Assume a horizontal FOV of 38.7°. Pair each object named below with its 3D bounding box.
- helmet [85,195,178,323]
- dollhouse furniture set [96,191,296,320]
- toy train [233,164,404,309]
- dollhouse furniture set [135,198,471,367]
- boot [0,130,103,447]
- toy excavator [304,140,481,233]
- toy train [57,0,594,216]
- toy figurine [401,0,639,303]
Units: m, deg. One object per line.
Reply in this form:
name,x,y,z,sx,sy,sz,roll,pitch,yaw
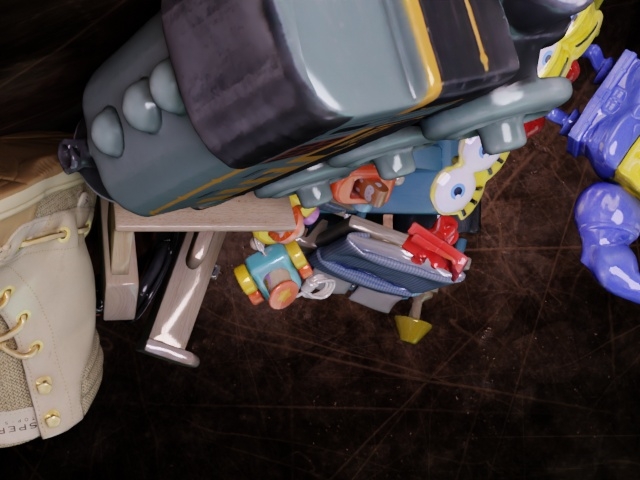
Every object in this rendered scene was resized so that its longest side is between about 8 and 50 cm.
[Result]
helmet,-0.216,-0.015,0.872,0.169,0.169,0.162,-171,-80,-80
dollhouse furniture set,-0.105,-0.018,0.711,0.123,0.144,0.151,-1,141,-17
toy train,0.000,0.000,0.725,0.125,0.046,0.166,2,130,-28
dollhouse furniture set,0.005,0.059,0.884,0.286,0.303,0.198,156,-47,-74
boot,-0.214,0.048,0.582,0.095,0.204,0.262,6,-162,9
toy excavator,0.039,-0.116,0.947,0.432,0.223,0.445,2,-178,38
toy train,-0.018,-0.089,0.492,0.190,0.142,0.334,-15,-179,-34
toy figurine,0.244,-0.079,0.608,0.363,0.217,0.191,-55,169,-3
